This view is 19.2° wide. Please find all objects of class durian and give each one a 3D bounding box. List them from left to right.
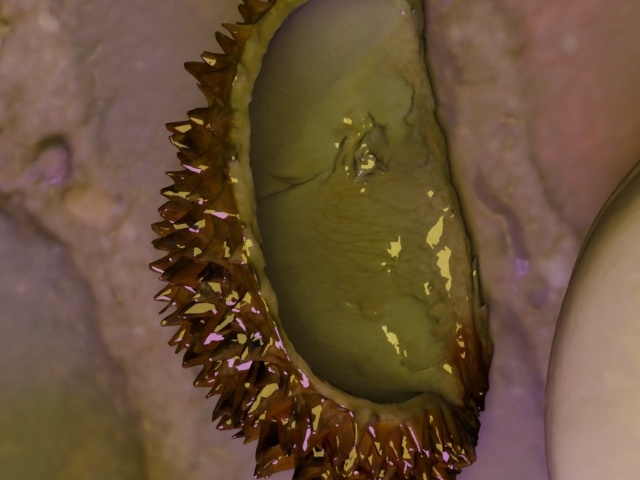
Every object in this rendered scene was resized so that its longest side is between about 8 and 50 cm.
[{"bbox_3d":[0.000,0.000,0.765,0.139,0.144,0.252,-15,87,-9],"label":"durian"}]

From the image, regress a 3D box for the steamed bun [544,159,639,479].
[{"bbox_3d":[0.167,0.061,0.707,0.164,0.146,0.242,0,97,9],"label":"steamed bun"}]
